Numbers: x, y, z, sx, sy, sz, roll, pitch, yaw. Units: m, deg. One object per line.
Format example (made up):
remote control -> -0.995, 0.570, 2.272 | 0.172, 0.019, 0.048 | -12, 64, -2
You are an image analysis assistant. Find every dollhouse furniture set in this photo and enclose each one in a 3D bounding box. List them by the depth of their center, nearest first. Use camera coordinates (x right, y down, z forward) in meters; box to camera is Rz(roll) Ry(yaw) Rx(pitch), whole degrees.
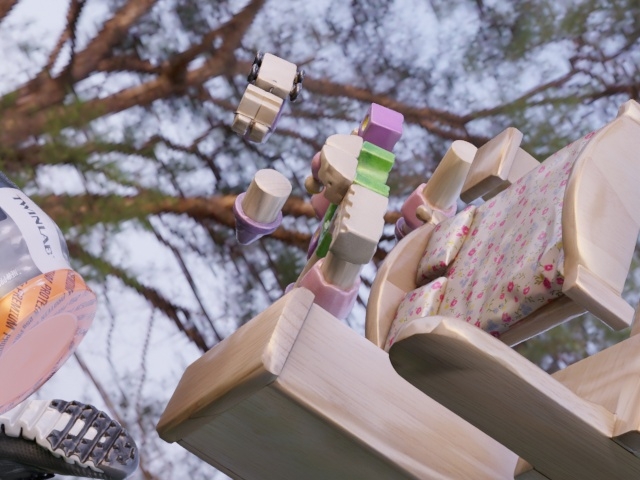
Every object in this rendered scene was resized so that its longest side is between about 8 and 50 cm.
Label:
dollhouse furniture set -> 0.083, -0.016, 0.653 | 0.174, 0.355, 0.303 | 35, -36, -14

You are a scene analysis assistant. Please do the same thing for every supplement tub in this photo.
supplement tub -> -0.354, -0.002, 1.049 | 0.316, 0.193, 0.193 | 40, -30, 14

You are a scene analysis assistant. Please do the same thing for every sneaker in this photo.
sneaker -> -0.303, 0.225, 1.329 | 0.234, 0.078, 0.106 | 15, -52, 13

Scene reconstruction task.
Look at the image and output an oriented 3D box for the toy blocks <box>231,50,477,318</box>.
toy blocks -> 0.000, 0.000, 1.426 | 0.309, 0.288, 0.260 | 23, -50, -8
